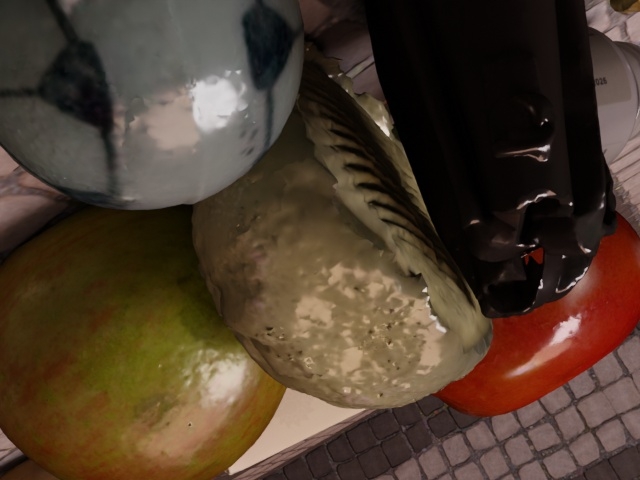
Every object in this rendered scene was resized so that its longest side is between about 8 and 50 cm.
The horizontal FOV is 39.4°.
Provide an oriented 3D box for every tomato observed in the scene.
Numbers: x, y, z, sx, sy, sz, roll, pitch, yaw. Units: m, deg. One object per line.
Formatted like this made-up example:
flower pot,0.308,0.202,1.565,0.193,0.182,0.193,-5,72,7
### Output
tomato,0.189,0.044,0.985,0.290,0.293,0.325,-47,152,13

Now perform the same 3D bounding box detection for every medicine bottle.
medicine bottle,0.193,-0.115,0.762,0.215,0.135,0.135,-14,158,-36

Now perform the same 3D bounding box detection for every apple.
apple,-0.142,0.077,0.725,0.226,0.246,0.246,-48,158,11

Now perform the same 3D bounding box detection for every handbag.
handbag,0.089,-0.093,0.487,0.113,0.257,0.285,-10,164,4

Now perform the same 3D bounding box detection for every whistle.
whistle,-0.089,-0.075,0.434,0.163,0.163,0.290,-21,161,-19

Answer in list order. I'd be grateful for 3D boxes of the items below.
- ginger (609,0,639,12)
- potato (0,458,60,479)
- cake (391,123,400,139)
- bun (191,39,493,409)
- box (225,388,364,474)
ginger,0.284,-0.226,0.646,0.216,0.102,0.157,-27,-170,-17
potato,-0.367,0.361,1.273,0.234,0.146,0.150,-17,121,9
cake,0.015,-0.014,0.843,0.235,0.100,0.099,-33,163,17
bun,0.000,0.000,0.611,0.152,0.259,0.259,-34,161,17
box,-0.064,0.127,0.946,0.168,0.095,0.212,-22,-156,-12
